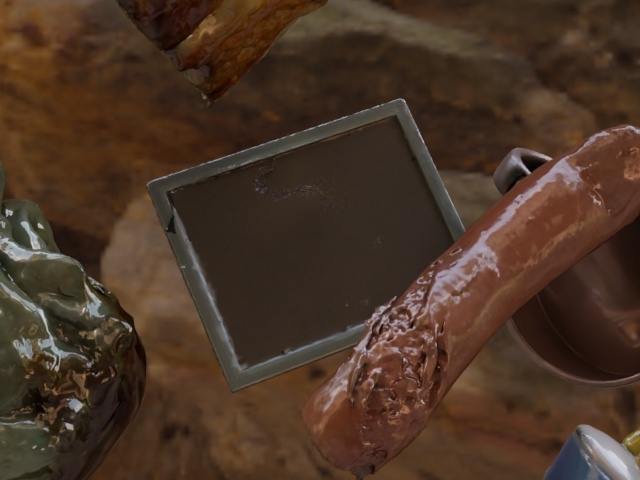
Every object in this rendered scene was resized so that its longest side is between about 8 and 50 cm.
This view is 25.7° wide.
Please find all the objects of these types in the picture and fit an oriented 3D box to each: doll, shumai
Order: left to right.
[{"bbox_3d":[-0.263,0.069,0.984,0.263,0.309,0.304,13,-20,32],"label":"shumai"},{"bbox_3d":[0.185,0.235,1.104,0.098,0.241,0.135,29,12,-43],"label":"doll"}]

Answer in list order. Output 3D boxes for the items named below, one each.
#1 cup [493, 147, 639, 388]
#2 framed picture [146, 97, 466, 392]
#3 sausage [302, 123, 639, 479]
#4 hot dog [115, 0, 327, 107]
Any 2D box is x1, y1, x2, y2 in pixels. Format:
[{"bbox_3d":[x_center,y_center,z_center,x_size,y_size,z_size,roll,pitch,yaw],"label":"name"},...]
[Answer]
[{"bbox_3d":[0.269,0.009,1.281,0.200,0.253,0.191,-1,-49,-56],"label":"cup"},{"bbox_3d":[0.000,0.000,1.311,0.273,0.216,0.016,-19,-14,-17],"label":"framed picture"},{"bbox_3d":[0.103,0.028,0.869,0.304,0.078,0.078,-43,5,-22],"label":"sausage"},{"bbox_3d":[-0.033,-0.317,1.102,0.365,0.196,0.367,-40,-13,1],"label":"hot dog"}]
